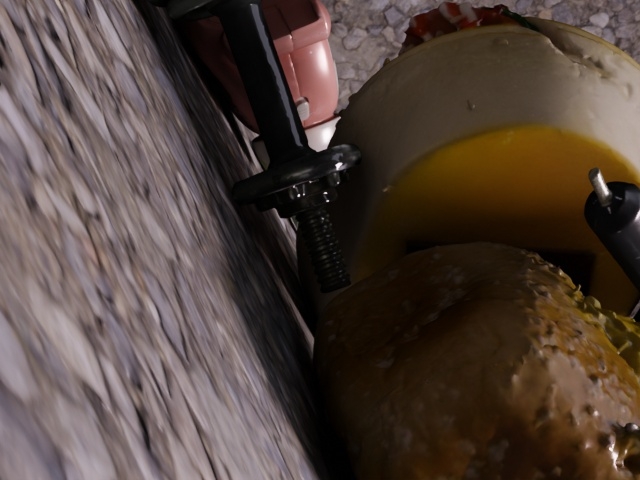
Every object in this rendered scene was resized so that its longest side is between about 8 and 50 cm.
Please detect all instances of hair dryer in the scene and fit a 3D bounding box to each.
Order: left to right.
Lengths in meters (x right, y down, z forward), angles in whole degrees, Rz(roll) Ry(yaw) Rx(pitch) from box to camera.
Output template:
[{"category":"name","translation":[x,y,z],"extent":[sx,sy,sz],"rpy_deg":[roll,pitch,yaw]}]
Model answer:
[{"category":"hair dryer","translation":[0.194,0.009,0.933],"extent":[0.071,0.124,0.219],"rpy_deg":[33,-5,41]}]

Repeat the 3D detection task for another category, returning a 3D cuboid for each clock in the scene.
[{"category":"clock","translation":[-0.047,-0.137,1.191],"extent":[0.162,0.093,0.166],"rpy_deg":[75,-9,-56]}]

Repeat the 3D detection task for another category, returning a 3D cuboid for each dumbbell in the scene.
[{"category":"dumbbell","translation":[-0.032,-0.092,0.975],"extent":[0.110,0.110,0.254],"rpy_deg":[-38,108,-86]}]

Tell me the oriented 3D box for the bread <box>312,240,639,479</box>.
[{"category":"bread","translation":[0.103,0.103,0.905],"extent":[0.246,0.176,0.195],"rpy_deg":[-106,173,-74]}]

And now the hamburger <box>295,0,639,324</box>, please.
[{"category":"hamburger","translation":[0.107,-0.011,1.069],"extent":[0.151,0.227,0.295],"rpy_deg":[-81,-169,-50]}]

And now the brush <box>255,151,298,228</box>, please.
[{"category":"brush","translation":[-0.001,0.000,1.292],"extent":[0.178,0.030,0.033],"rpy_deg":[64,14,-15]}]
